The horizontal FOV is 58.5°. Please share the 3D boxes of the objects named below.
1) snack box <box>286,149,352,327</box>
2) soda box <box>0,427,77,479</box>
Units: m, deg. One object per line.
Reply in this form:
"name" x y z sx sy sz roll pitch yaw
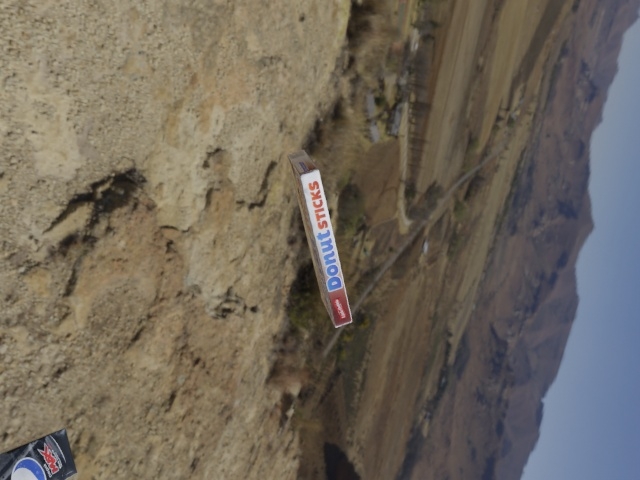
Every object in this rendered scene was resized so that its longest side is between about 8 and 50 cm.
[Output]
"snack box" 0.000 0.000 0.588 0.064 0.022 0.178 -121 -165 -60
"soda box" -0.312 0.234 0.555 0.169 0.060 0.053 31 40 -81
